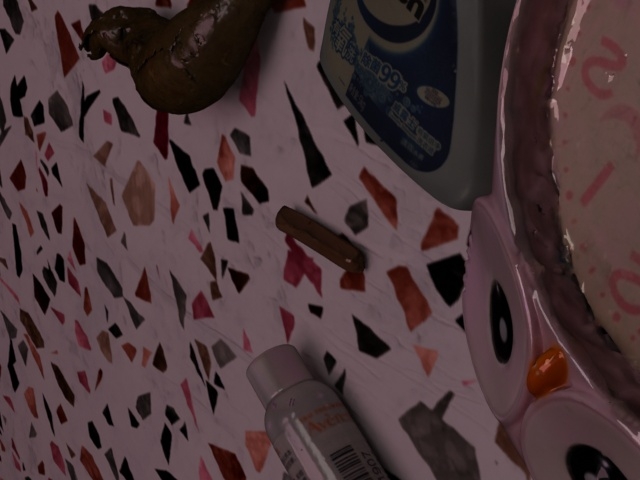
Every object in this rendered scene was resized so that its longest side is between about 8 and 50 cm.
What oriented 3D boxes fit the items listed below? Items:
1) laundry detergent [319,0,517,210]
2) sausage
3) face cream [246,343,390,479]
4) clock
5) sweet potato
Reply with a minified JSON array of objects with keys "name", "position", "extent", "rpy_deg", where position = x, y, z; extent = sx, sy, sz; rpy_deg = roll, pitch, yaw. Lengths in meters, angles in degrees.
[{"name":"laundry detergent","position":[0.111,-0.177,0.731],"extent":[0.215,0.105,0.280],"rpy_deg":[55,140,27]},{"name":"sausage","position":[0.000,0.000,1.031],"extent":[0.116,0.026,0.026],"rpy_deg":[32,128,44]},{"name":"face cream","position":[0.014,0.217,1.051],"extent":[0.269,0.082,0.082],"rpy_deg":[57,143,22]},{"name":"clock","position":[0.231,-0.015,0.479],"extent":[0.368,0.251,0.376],"rpy_deg":[61,139,33]},{"name":"sweet potato","position":[-0.135,-0.184,1.087],"extent":[0.310,0.098,0.124],"rpy_deg":[-2,94,52]}]
